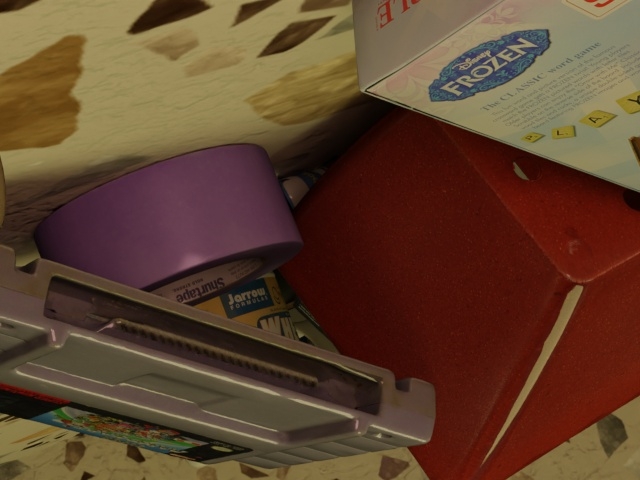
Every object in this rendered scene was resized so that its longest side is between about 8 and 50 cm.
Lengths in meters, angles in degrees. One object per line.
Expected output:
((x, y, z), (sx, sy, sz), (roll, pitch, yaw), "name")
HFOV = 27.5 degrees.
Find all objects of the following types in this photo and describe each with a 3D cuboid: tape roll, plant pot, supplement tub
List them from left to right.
((-0.113, 0.002, 0.986), (0.189, 0.080, 0.189), (-21, 173, -3), "tape roll")
((-0.094, 0.102, 1.254), (0.144, 0.199, 0.144), (-22, 172, -3), "supplement tub")
((0.158, -0.007, 0.995), (0.267, 0.267, 0.235), (-25, 158, -28), "plant pot")

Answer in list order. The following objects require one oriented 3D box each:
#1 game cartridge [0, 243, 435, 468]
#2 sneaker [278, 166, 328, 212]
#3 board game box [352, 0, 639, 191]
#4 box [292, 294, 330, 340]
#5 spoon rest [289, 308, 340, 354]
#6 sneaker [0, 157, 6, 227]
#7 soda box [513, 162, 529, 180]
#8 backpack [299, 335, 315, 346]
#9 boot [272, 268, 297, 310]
((-0.124, 0.100, 0.938), (0.355, 0.068, 0.230), (20, 152, -29), "game cartridge")
((-0.046, -0.016, 1.137), (0.059, 0.053, 0.144), (-18, 163, -49), "sneaker")
((0.238, -0.131, 0.698), (0.318, 0.066, 0.319), (15, 149, -37), "board game box")
((0.072, 0.011, 1.206), (0.156, 0.093, 0.158), (-38, 163, -31), "box")
((-0.015, 0.089, 1.400), (0.137, 0.276, 0.084), (-24, 128, -17), "spoon rest")
((-0.210, -0.018, 0.658), (0.071, 0.066, 0.188), (-16, 169, -29), "sneaker")
((0.181, -0.057, 1.396), (0.074, 0.069, 0.216), (-22, 172, 5), "soda box")
((0.054, 0.096, 1.620), (0.254, 0.191, 0.225), (-16, 175, 9), "backpack")
((0.000, 0.000, 1.338), (0.198, 0.077, 0.137), (-31, 171, -26), "boot")
